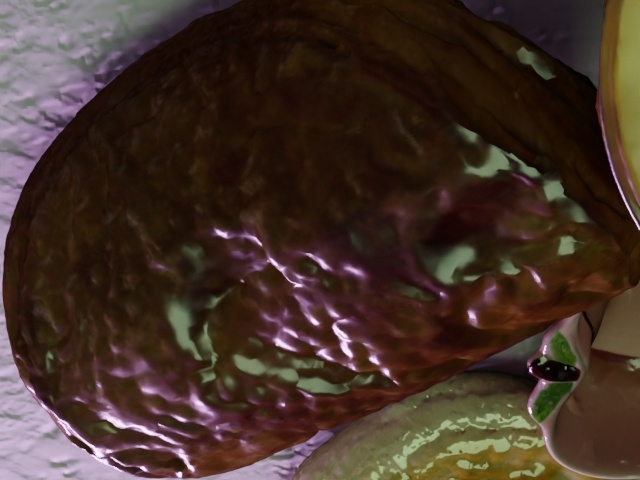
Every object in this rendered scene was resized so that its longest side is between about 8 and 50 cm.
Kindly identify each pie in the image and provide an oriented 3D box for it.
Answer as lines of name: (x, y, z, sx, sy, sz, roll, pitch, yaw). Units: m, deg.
pie: (0.108, 0.216, 1.357, 0.337, 0.075, 0.337, -3, 134, -3)

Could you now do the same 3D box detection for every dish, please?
dish: (0.215, 0.048, 1.199, 0.213, 0.090, 0.213, -5, 135, -5)

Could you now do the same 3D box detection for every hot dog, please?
hot dog: (0.000, 0.000, 1.076, 0.387, 0.174, 0.267, -27, 129, 31)

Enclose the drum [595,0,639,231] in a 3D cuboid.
drum: (0.334, -0.120, 0.889, 0.431, 0.214, 0.431, 5, 124, 8)
